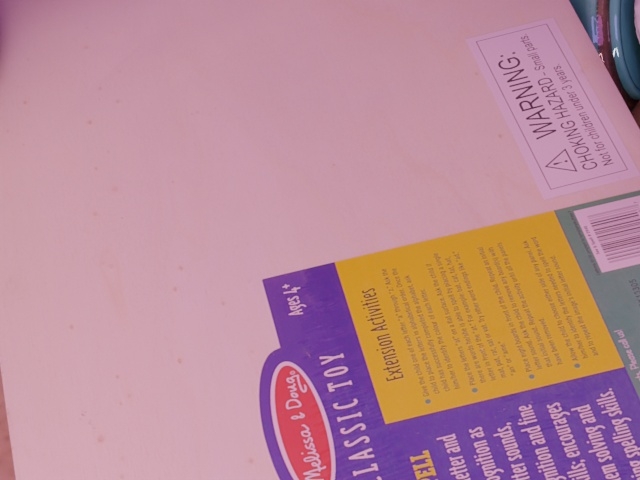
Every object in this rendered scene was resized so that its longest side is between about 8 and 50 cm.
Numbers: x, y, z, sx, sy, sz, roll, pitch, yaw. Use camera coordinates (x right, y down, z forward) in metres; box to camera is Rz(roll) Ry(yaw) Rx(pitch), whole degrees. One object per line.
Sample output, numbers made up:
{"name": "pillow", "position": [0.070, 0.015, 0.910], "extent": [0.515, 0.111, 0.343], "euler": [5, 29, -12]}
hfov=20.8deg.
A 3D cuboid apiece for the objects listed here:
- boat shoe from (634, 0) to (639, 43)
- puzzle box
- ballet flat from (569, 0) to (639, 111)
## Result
{"name": "boat shoe", "position": [0.221, -0.149, 0.863], "extent": [0.076, 0.083, 0.226], "euler": [-13, 33, 33]}
{"name": "puzzle box", "position": [0.000, 0.000, 0.712], "extent": [0.272, 0.052, 0.409], "euler": [-13, 46, -5]}
{"name": "ballet flat", "position": [0.137, -0.148, 0.892], "extent": [0.087, 0.083, 0.247], "euler": [-4, 44, 25]}
